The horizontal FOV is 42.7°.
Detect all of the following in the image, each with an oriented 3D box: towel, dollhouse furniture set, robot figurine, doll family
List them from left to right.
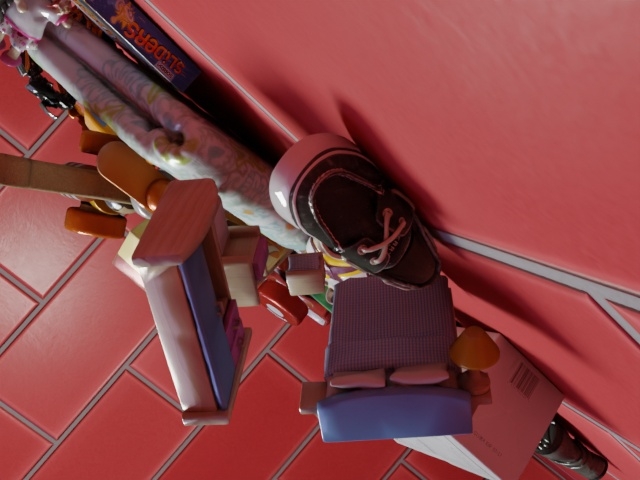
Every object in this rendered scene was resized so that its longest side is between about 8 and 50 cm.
[{"bbox_3d":[-0.414,-0.332,0.953,0.263,0.163,0.118,43,-157,2],"label":"doll family"},{"bbox_3d":[-0.344,-0.246,1.297,0.085,0.211,0.291,-26,114,37],"label":"robot figurine"},{"bbox_3d":[-0.190,-0.142,1.086,0.374,0.090,0.320,39,-175,32],"label":"towel"},{"bbox_3d":[0.013,0.026,0.812,0.286,0.304,0.198,-81,-15,-57],"label":"dollhouse furniture set"}]

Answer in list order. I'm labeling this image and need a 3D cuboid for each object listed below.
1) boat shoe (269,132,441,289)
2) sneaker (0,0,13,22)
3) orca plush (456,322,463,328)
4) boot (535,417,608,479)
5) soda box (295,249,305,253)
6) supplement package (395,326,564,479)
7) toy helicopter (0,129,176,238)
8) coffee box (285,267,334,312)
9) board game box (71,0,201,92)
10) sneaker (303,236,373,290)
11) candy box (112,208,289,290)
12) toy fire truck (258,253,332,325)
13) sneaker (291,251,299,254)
[{"bbox_3d":[0.040,-0.015,0.642,0.070,0.077,0.219,40,-175,33],"label":"boat shoe"},{"bbox_3d":[-0.558,-0.440,1.601,0.124,0.107,0.283,46,180,35],"label":"sneaker"},{"bbox_3d":[0.204,0.196,1.247,0.287,0.102,0.151,41,177,-4],"label":"orca plush"},{"bbox_3d":[0.348,0.308,1.357,0.161,0.083,0.246,36,-179,-31],"label":"boot"},{"bbox_3d":[0.000,0.000,1.244,0.216,0.074,0.069,41,177,-6],"label":"soda box"},{"bbox_3d":[0.157,0.196,1.049,0.139,0.134,0.244,43,162,-22],"label":"supplement package"},{"bbox_3d":[-0.282,-0.065,0.994,0.235,0.140,0.355,14,-177,24],"label":"toy helicopter"},{"bbox_3d":[0.039,0.065,1.352,0.184,0.113,0.040,42,180,-39],"label":"coffee box"},{"bbox_3d":[-0.232,-0.252,0.893,0.201,0.035,0.136,42,177,-37],"label":"board game box"},{"bbox_3d":[0.068,0.041,1.073,0.186,0.069,0.084,22,141,-2],"label":"sneaker"},{"bbox_3d":[-0.155,-0.002,1.304,0.183,0.087,0.316,40,-142,3],"label":"candy box"},{"bbox_3d":[-0.094,0.049,1.573,0.302,0.169,0.254,33,163,6],"label":"toy fire truck"},{"bbox_3d":[-0.089,-0.033,1.715,0.226,0.086,0.163,39,174,10],"label":"sneaker"}]
